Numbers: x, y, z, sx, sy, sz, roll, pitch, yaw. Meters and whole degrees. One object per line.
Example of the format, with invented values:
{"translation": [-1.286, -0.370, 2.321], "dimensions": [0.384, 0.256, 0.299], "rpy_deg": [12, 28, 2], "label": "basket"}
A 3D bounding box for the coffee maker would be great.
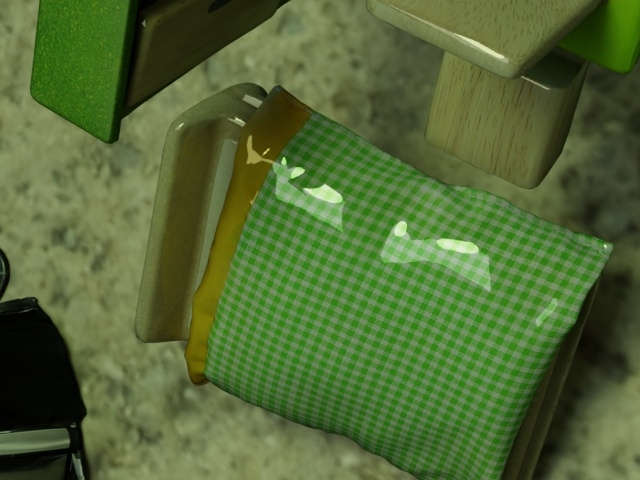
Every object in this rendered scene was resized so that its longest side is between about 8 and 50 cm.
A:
{"translation": [-0.226, 0.081, 1.031], "dimensions": [0.120, 0.178, 0.171], "rpy_deg": [-42, 66, 25], "label": "coffee maker"}

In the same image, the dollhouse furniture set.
{"translation": [0.000, 0.000, 0.806], "dimensions": [0.197, 0.151, 0.301], "rpy_deg": [27, 129, 19], "label": "dollhouse furniture set"}
